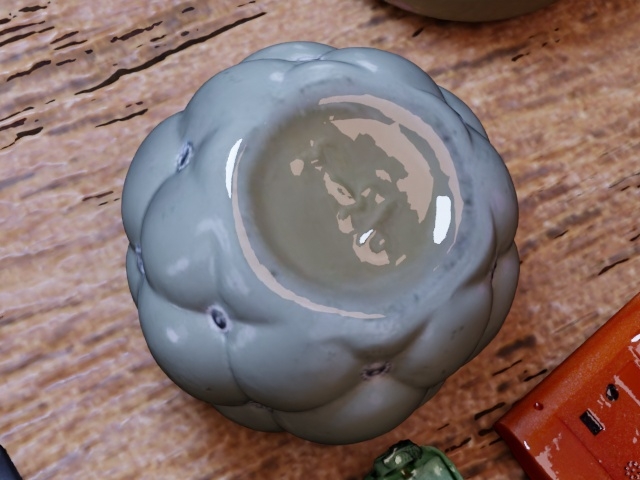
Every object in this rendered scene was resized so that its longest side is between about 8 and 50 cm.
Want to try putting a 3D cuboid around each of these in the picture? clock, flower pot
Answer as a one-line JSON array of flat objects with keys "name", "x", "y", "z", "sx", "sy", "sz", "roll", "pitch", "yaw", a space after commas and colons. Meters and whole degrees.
[{"name": "clock", "x": 0.204, "y": 0.117, "z": 0.994, "sx": 0.155, "sy": 0.061, "sz": 0.113, "roll": -40, "pitch": 87, "yaw": -15}, {"name": "flower pot", "x": 0.000, "y": 0.000, "z": 0.911, "sx": 0.246, "sy": 0.195, "sz": 0.246, "roll": 2, "pitch": 75, "yaw": -10}]

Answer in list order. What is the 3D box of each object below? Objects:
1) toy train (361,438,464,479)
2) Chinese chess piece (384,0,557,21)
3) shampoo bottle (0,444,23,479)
[{"name": "toy train", "x": 0.026, "y": 0.193, "z": 0.933, "sx": 0.149, "sy": 0.081, "sz": 0.099, "roll": -31, "pitch": 84, "yaw": -22}, {"name": "Chinese chess piece", "x": 0.103, "y": -0.282, "z": 1.051, "sx": 0.273, "sy": 0.102, "sz": 0.273, "roll": 2, "pitch": 75, "yaw": -9}, {"name": "shampoo bottle", "x": -0.193, "y": 0.167, "z": 0.903, "sx": 0.063, "sy": 0.057, "sz": 0.207, "roll": -27, "pitch": 83, "yaw": -16}]
